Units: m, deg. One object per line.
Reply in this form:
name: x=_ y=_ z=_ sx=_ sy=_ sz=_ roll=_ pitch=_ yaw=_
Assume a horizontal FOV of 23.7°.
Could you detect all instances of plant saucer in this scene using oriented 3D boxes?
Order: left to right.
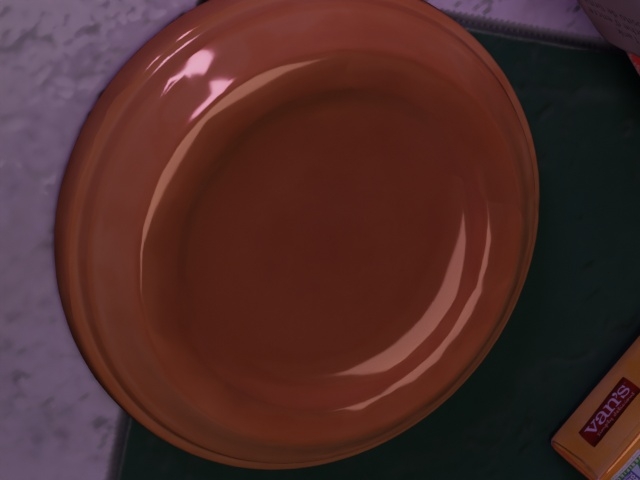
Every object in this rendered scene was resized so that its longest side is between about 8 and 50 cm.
plant saucer: x=0.000 y=0.000 z=0.584 sx=0.200 sy=0.037 sz=0.200 roll=-7 pitch=110 yaw=-20

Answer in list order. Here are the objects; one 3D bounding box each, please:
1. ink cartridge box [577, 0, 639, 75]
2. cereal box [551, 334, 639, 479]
ink cartridge box: x=0.217 y=-0.177 z=0.566 sx=0.296 sy=0.066 sz=0.261 roll=-48 pitch=133 yaw=-2
cereal box: x=0.242 y=0.097 z=0.713 sx=0.240 sy=0.047 sz=0.173 roll=38 pitch=91 yaw=-28
